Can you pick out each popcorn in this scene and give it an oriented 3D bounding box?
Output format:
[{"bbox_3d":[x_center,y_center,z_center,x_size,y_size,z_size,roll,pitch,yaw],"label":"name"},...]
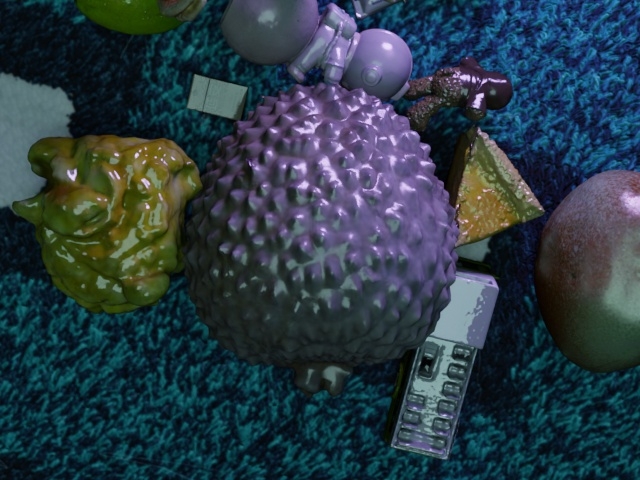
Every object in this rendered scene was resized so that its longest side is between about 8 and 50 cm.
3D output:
[{"bbox_3d":[-0.300,-0.023,1.890,0.241,0.235,0.250,-2,77,26],"label":"popcorn"}]

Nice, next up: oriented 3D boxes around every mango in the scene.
[{"bbox_3d":[-0.266,-0.353,1.897,0.178,0.100,0.119,13,97,-11],"label":"mango"}]

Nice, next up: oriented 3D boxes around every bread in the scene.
[{"bbox_3d":[0.210,-0.059,1.937,0.160,0.140,0.169,-36,95,-7],"label":"bread"}]

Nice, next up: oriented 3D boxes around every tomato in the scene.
[{"bbox_3d":[0.460,0.050,1.911,0.303,0.239,0.304,0,97,1],"label":"tomato"}]

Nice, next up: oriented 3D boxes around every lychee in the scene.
[{"bbox_3d":[0.000,0.000,1.834,0.380,0.380,0.432,1,87,-2],"label":"lychee"}]

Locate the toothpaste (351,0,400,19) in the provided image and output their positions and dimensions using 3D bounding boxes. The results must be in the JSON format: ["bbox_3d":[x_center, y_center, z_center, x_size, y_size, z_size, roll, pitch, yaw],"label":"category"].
[{"bbox_3d":[0.168,-0.396,1.926,0.268,0.047,0.069,-18,119,4],"label":"toothpaste"}]

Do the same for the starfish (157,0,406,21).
[{"bbox_3d":[-0.020,-0.432,1.820,0.431,0.324,0.082,-10,140,3],"label":"starfish"}]

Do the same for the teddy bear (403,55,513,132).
[{"bbox_3d":[0.198,-0.220,1.927,0.160,0.119,0.078,-8,142,1],"label":"teddy bear"}]

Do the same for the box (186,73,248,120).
[{"bbox_3d":[-0.151,-0.211,1.961,0.083,0.024,0.053,12,99,-5],"label":"box"}]

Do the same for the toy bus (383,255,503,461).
[{"bbox_3d":[0.179,0.175,1.977,0.113,0.139,0.302,13,99,-4],"label":"toy bus"}]

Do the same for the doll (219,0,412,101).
[{"bbox_3d":[0.003,-0.286,1.898,0.287,0.151,0.151,24,98,-9],"label":"doll"}]
